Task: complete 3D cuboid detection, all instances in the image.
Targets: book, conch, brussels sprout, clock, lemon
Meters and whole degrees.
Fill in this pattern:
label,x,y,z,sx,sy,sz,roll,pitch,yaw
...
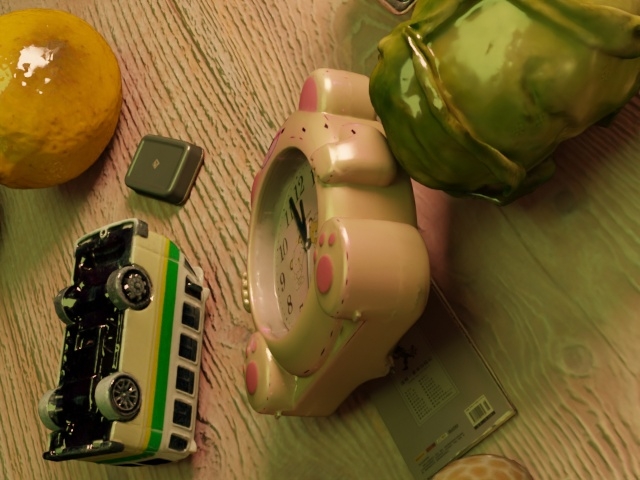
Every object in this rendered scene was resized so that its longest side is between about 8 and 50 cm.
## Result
label,x,y,z,sx,sy,sz,roll,pitch,yaw
book,0.105,0.139,0.966,0.127,0.014,0.182,-44,49,17
conch,0.133,0.258,0.831,0.116,0.106,0.173,2,56,22
brussels sprout,0.176,-0.167,0.896,0.259,0.227,0.294,-40,12,27
clock,0.000,0.000,0.992,0.284,0.114,0.309,121,147,-48
lemon,-0.423,-0.216,1.424,0.253,0.253,0.310,-6,51,39

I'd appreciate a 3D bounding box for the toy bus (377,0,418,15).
label,x,y,z,sx,sy,sz,roll,pitch,yaw
toy bus,0.173,-0.462,1.034,0.427,0.203,0.233,-42,15,17

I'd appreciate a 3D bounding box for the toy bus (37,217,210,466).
label,x,y,z,sx,sy,sz,roll,pitch,yaw
toy bus,-0.224,0.130,1.148,0.133,0.164,0.276,-16,60,37

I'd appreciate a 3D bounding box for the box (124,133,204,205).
label,x,y,z,sx,sy,sz,roll,pitch,yaw
box,-0.222,-0.102,1.344,0.126,0.031,0.091,17,82,45
